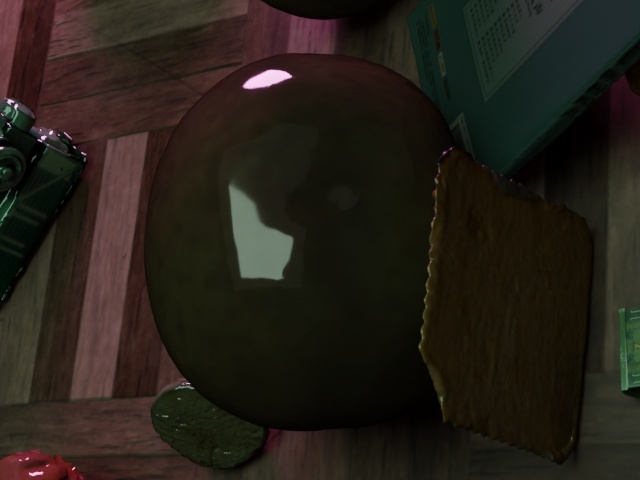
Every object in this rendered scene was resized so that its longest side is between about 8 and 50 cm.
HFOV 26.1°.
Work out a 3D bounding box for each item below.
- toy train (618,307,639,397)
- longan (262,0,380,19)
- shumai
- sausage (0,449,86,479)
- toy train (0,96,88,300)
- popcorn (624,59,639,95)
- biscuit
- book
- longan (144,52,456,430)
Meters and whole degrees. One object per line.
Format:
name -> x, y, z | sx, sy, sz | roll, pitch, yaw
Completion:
toy train -> 0.295, 0.097, 1.226 | 0.056, 0.038, 0.093 | -13, 65, 38
longan -> 0.016, -0.384, 1.492 | 0.300, 0.300, 0.243 | -31, 16, 21
shumai -> -0.111, 0.177, 1.459 | 0.099, 0.123, 0.087 | -56, 8, 28
sausage -> -0.341, 0.362, 1.494 | 0.152, 0.152, 0.280 | 25, 87, 39
toy train -> -0.413, -0.041, 1.702 | 0.115, 0.154, 0.269 | 33, 92, 40
popcorn -> 0.329, -0.214, 1.260 | 0.140, 0.163, 0.194 | -14, 98, 37
biscuit -> 0.166, 0.060, 1.206 | 0.013, 0.232, 0.237 | -10, 65, 43
book -> 0.201, -0.220, 1.307 | 0.379, 0.031, 0.264 | -46, 46, 50
longan -> 0.000, 0.000, 1.299 | 0.361, 0.361, 0.361 | -14, 65, 31
